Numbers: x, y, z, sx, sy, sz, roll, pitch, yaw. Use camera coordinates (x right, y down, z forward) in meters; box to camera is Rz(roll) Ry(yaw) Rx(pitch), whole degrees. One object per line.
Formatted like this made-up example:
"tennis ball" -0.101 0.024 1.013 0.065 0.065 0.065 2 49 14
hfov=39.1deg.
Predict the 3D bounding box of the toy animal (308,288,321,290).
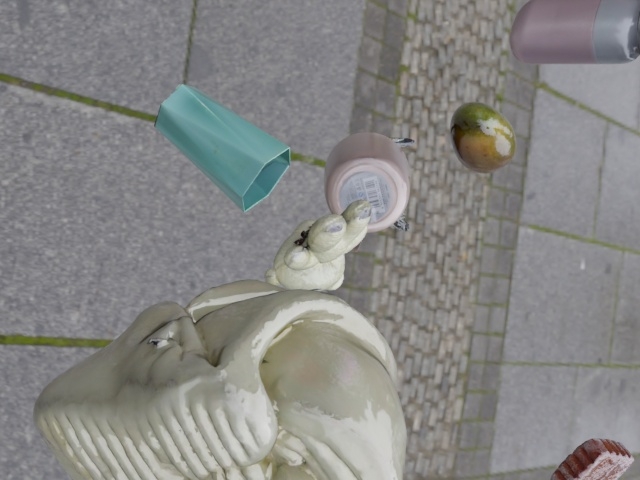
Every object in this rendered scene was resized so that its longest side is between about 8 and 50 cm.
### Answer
"toy animal" -0.027 0.098 1.136 0.050 0.028 0.084 -19 134 -66

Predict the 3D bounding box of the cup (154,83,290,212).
"cup" -0.186 -0.176 1.660 0.148 0.235 0.134 -55 167 10

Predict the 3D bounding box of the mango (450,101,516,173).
"mango" 0.322 -0.203 1.786 0.111 0.133 0.267 -50 163 -3

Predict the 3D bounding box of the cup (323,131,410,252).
"cup" 0.091 -0.091 1.932 0.200 0.191 0.253 -81 -174 -73

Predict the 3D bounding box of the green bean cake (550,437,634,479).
"green bean cake" 0.528 0.445 1.757 0.135 0.056 0.135 20 114 -40

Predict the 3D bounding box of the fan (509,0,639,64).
"fan" 0.279 -0.180 0.762 0.074 0.244 0.130 49 58 -47

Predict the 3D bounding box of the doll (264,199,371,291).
"doll" 0.003 -0.002 1.739 0.175 0.278 0.149 8 61 -21

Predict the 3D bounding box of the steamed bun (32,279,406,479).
"steamed bun" -0.065 0.184 0.940 0.342 0.367 0.255 57 41 -27

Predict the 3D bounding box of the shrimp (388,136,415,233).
"shrimp" 0.183 -0.138 2.145 0.198 0.051 0.262 -49 124 -1
